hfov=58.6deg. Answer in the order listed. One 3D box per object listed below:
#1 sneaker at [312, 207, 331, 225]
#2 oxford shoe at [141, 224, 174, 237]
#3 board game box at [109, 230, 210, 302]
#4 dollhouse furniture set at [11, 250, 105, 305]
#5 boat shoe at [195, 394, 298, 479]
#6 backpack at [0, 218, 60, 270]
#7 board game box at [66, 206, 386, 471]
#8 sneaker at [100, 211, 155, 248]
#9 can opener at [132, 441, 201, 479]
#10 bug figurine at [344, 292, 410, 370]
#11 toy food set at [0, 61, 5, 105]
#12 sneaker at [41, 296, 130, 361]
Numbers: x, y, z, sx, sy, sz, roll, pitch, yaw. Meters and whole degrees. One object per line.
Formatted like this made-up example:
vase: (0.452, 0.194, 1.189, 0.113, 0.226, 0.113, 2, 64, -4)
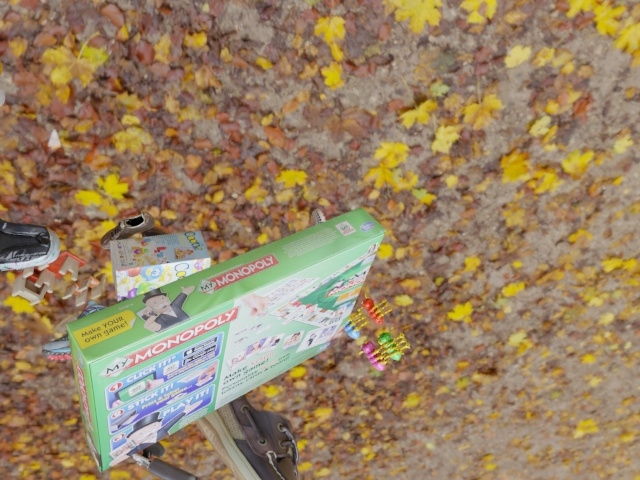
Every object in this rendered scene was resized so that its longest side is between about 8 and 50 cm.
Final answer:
sneaker: (0.000, 0.000, 1.589, 0.093, 0.225, 0.088, -24, 137, 15)
oxford shoe: (-0.517, 0.050, 1.928, 0.097, 0.098, 0.271, -19, 137, 12)
board game box: (-0.495, 0.079, 1.764, 0.276, 0.144, 0.142, -7, 132, -23)
dollhouse furniture set: (-0.879, 0.100, 1.859, 0.259, 0.135, 0.262, -23, 137, 24)
boat shoe: (-0.074, 0.251, 0.702, 0.092, 0.285, 0.102, -36, 136, -21)
backpack: (-0.834, 0.012, 1.605, 0.182, 0.151, 0.115, -5, 174, -4)
board game box: (-0.087, 0.098, 0.594, 0.318, 0.046, 0.213, -22, 146, -33)
sneaker: (-0.615, -0.040, 1.785, 0.189, 0.066, 0.071, -28, 155, -2)
can opener: (-0.475, 0.675, 1.744, 0.284, 0.095, 0.076, 9, 148, 30)
bug figurine: (0.143, 0.254, 1.596, 0.072, 0.216, 0.279, -39, 166, 23)
toy food set: (-0.692, -0.255, 1.060, 0.105, 0.232, 0.111, 7, 142, 8)
sneaker: (-0.585, 0.219, 1.450, 0.262, 0.125, 0.104, -19, 170, -46)
